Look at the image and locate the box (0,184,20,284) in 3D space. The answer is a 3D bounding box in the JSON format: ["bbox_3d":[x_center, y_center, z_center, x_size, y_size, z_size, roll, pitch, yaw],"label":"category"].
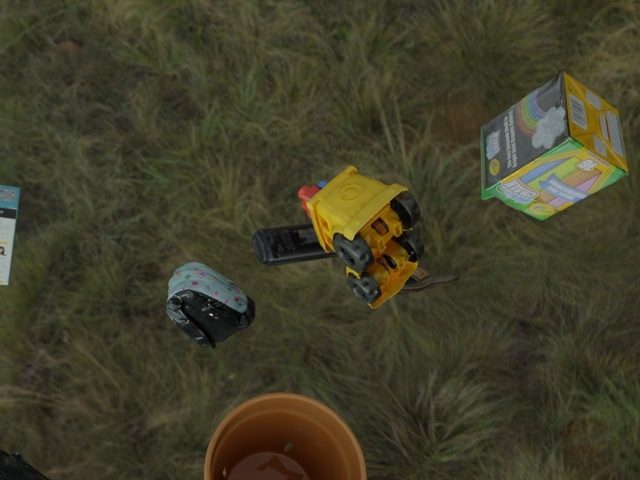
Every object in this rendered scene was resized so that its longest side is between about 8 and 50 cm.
[{"bbox_3d":[-0.672,-0.010,1.462,0.100,0.244,0.060,8,46,-22],"label":"box"}]

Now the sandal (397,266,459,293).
[{"bbox_3d":[0.203,0.081,1.550,0.219,0.090,0.060,-9,85,-26],"label":"sandal"}]

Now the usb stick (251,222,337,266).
[{"bbox_3d":[0.000,0.000,1.364,0.045,0.277,0.077,-44,61,47],"label":"usb stick"}]

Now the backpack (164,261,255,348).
[{"bbox_3d":[-0.247,0.133,1.553,0.152,0.182,0.115,-37,36,24],"label":"backpack"}]

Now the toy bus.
[{"bbox_3d":[0.057,-0.018,1.270,0.211,0.220,0.149,31,63,35],"label":"toy bus"}]

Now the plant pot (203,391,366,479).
[{"bbox_3d":[-0.079,0.458,1.347,0.290,0.204,0.291,7,54,-11],"label":"plant pot"}]

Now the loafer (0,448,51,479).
[{"bbox_3d":[-0.614,0.467,1.458,0.076,0.223,0.078,-17,55,10],"label":"loafer"}]

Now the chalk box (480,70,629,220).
[{"bbox_3d":[0.333,-0.127,1.102,0.213,0.132,0.133,-35,41,48],"label":"chalk box"}]
